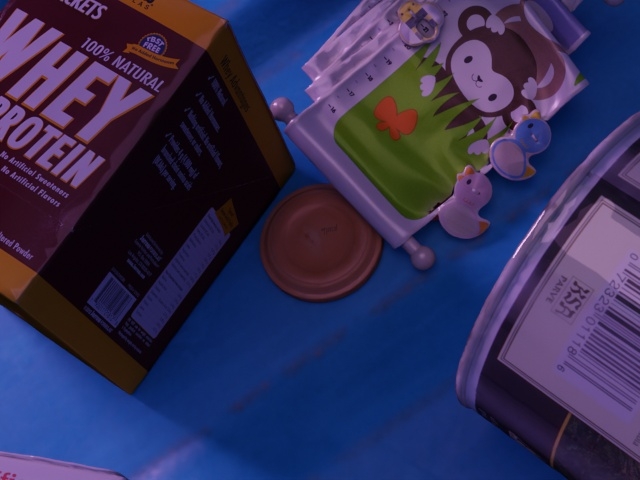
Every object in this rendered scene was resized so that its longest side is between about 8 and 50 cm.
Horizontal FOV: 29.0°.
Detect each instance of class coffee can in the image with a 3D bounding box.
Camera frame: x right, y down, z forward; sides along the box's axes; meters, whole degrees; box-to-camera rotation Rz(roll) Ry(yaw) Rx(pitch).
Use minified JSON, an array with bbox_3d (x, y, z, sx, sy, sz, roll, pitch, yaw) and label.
[{"bbox_3d":[0.238,0.083,0.634,0.275,0.201,0.201,36,80,23],"label":"coffee can"}]

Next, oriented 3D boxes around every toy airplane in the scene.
[{"bbox_3d":[0.078,-0.092,0.830,0.151,0.028,0.151,-1,84,9],"label":"toy airplane"}]

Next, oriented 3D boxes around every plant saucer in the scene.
[{"bbox_3d":[0.000,0.000,0.821,0.083,0.013,0.084,-4,68,10],"label":"plant saucer"}]

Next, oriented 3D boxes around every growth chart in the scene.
[{"bbox_3d":[0.085,-0.114,0.803,0.172,0.021,0.237,38,92,6],"label":"growth chart"}]

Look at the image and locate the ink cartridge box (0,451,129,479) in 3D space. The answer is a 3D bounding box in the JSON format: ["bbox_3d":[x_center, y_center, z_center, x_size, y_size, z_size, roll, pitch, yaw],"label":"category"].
[{"bbox_3d":[-0.174,0.211,0.746,0.109,0.063,0.151,7,70,15],"label":"ink cartridge box"}]

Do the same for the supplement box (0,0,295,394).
[{"bbox_3d":[-0.137,-0.040,0.769,0.129,0.191,0.194,30,77,21],"label":"supplement box"}]
